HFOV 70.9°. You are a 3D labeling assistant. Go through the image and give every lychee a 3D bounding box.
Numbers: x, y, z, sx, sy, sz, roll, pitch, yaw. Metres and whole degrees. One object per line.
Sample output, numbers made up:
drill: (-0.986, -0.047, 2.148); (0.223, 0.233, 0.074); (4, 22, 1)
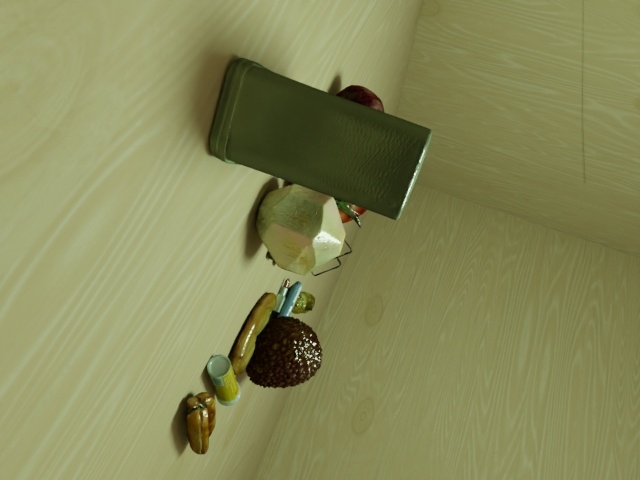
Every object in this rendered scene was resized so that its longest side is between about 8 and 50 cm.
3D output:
lychee: (-0.133, 0.391, 1.535); (0.271, 0.271, 0.272); (20, 90, -81)

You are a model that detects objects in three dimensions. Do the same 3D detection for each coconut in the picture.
coconut: (-0.045, -0.027, 1.154); (0.197, 0.236, 0.237); (-60, 166, -53)

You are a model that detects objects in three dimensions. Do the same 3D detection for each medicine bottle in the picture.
medicine bottle: (-0.264, 0.385, 1.234); (0.218, 0.073, 0.074); (95, 17, -53)

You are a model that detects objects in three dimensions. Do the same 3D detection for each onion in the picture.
onion: (0.129, -0.361, 1.432); (0.252, 0.219, 0.252); (170, -90, -69)

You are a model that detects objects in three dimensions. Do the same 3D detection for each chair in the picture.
chair: (0.000, 0.000, 1.772); (0.221, 0.145, 0.140); (61, 32, -11)

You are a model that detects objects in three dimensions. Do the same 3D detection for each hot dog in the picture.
hot dog: (-0.309, 0.466, 1.150); (0.100, 0.067, 0.250); (-79, -178, -46)

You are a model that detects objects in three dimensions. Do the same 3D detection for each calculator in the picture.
calculator: (-0.129, 0.249, 1.719); (0.210, 0.039, 0.121); (-65, -172, -26)

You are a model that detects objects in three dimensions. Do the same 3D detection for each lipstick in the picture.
lipstick: (-0.142, 0.200, 1.662); (0.030, 0.030, 0.129); (70, 42, -75)

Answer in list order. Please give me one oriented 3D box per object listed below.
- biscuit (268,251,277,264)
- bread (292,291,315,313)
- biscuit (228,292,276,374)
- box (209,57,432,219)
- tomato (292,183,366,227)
biscuit: (-0.097, -0.021, 1.414); (0.164, 0.047, 0.208); (72, 38, -76)
bread: (-0.084, 0.276, 1.983); (0.269, 0.098, 0.087); (47, 22, -79)
biscuit: (-0.209, 0.282, 1.415); (0.154, 0.045, 0.299); (95, 17, -56)
box: (0.025, -0.183, 0.872); (0.352, 0.343, 0.178); (-35, 146, -75)
tomato: (0.042, -0.172, 1.307); (0.256, 0.255, 0.225); (100, -1, -45)
